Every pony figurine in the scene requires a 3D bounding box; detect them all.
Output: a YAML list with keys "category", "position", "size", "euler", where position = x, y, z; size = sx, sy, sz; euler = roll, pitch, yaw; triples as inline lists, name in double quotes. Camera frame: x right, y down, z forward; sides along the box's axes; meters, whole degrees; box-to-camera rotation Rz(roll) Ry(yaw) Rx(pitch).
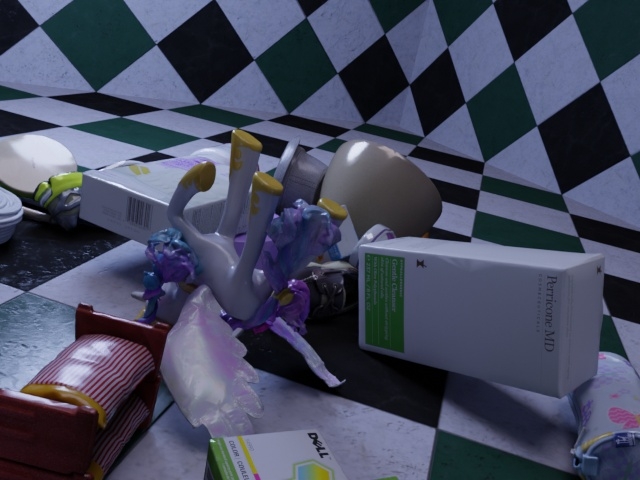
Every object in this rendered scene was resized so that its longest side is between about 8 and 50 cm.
- category: "pony figurine"
  position: [-0.118, 0.073, 0.920]
  size: [0.351, 0.363, 0.303]
  euler: [40, 22, 24]

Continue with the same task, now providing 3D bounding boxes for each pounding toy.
- category: "pounding toy"
  position: [-0.665, -0.123, 1.454]
  size: [0.183, 0.110, 0.237]
  euler: [19, 47, -14]

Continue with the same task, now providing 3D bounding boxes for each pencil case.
- category: "pencil case"
  position: [0.434, 0.269, 0.951]
  size: [0.124, 0.113, 0.273]
  euler: [-12, 12, 20]

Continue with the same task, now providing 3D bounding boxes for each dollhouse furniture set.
- category: "dollhouse furniture set"
  position: [-0.386, 0.159, 0.705]
  size: [0.374, 0.152, 0.201]
  euler: [13, 19, 2]

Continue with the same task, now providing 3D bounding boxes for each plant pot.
- category: "plant pot"
  position: [0.106, -0.061, 1.448]
  size: [0.284, 0.284, 0.191]
  euler: [23, 65, 29]

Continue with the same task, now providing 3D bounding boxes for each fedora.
- category: "fedora"
  position: [-0.047, -0.128, 1.577]
  size: [0.124, 0.243, 0.275]
  euler: [19, -11, 1]

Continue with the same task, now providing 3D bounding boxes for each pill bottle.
- category: "pill bottle"
  position: [-0.263, -0.162, 1.634]
  size: [0.160, 0.160, 0.283]
  euler: [14, 13, 5]

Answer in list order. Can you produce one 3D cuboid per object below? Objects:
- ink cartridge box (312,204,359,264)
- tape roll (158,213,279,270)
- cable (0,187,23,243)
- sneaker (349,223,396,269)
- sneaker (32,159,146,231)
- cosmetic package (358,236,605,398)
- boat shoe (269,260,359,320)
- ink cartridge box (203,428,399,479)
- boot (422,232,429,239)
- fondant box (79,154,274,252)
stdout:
- category: "ink cartridge box"
  position: [0.000, 0.000, 1.366]
  size: [0.062, 0.104, 0.181]
  euler: [-20, -1, -34]
- category: "tape roll"
  position: [-0.210, -0.010, 1.386]
  size: [0.275, 0.090, 0.275]
  euler: [11, 18, -4]
- category: "cable"
  position: [-0.699, -0.062, 1.195]
  size: [0.257, 0.089, 0.257]
  euler: [11, 15, -39]
- category: "sneaker"
  position: [0.164, 0.061, 1.268]
  size: [0.161, 0.102, 0.282]
  euler: [38, 3, 24]
- category: "sneaker"
  position: [-0.477, -0.092, 1.422]
  size: [0.300, 0.111, 0.121]
  euler: [-24, 79, -47]
- category: "cosmetic package"
  position: [0.248, 0.106, 1.037]
  size: [0.366, 0.197, 0.155]
  euler: [5, 9, 44]
- category: "boat shoe"
  position: [0.009, 0.097, 1.199]
  size: [0.092, 0.102, 0.285]
  euler: [19, 14, 32]
- category: "ink cartridge box"
  position: [0.022, 0.290, 0.667]
  size: [0.255, 0.097, 0.189]
  euler: [2, 22, -25]
- category: "boot"
  position: [0.146, -0.049, 1.685]
  size: [0.295, 0.104, 0.211]
  euler: [19, 20, 6]
- category: "fondant box"
  position: [-0.270, -0.082, 1.275]
  size: [0.238, 0.096, 0.330]
  euler: [20, 20, 23]
